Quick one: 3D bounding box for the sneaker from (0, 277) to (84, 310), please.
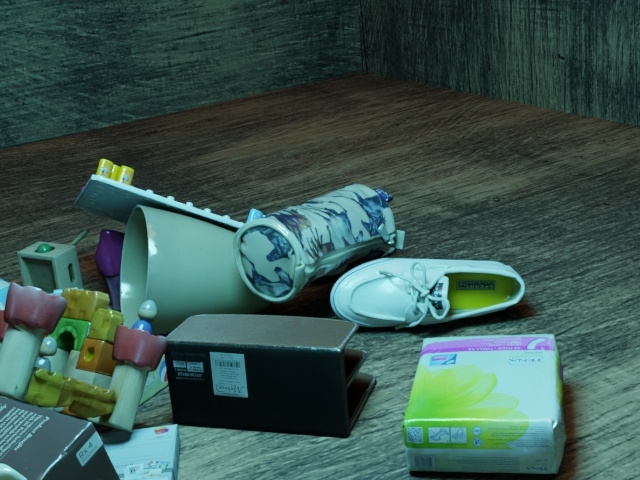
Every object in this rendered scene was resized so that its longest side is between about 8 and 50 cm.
[{"bbox_3d":[-0.563,0.138,2.092,0.208,0.127,0.319,-17,32,-24],"label":"sneaker"}]

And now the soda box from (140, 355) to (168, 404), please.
[{"bbox_3d":[-0.310,0.236,1.837,0.058,0.061,0.181,7,24,30],"label":"soda box"}]

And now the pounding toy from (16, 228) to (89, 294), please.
[{"bbox_3d":[-0.578,0.051,2.304,0.130,0.141,0.100,6,22,28],"label":"pounding toy"}]

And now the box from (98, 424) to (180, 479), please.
[{"bbox_3d":[-0.287,0.343,1.569,0.145,0.038,0.186,-7,21,-3],"label":"box"}]

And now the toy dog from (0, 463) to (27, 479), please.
[{"bbox_3d":[-0.416,0.405,1.093,0.395,0.284,0.408,-40,35,9],"label":"toy dog"}]

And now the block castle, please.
[{"bbox_3d":[-0.486,0.147,1.678,0.453,0.213,0.303,3,-18,40],"label":"block castle"}]

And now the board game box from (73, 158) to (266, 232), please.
[{"bbox_3d":[-0.308,-0.058,2.215,0.390,0.050,0.390,18,-11,-16],"label":"board game box"}]

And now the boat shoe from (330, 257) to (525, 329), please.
[{"bbox_3d":[0.206,0.102,1.952,0.367,0.136,0.156,-1,2,-6],"label":"boat shoe"}]

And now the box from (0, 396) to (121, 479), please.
[{"bbox_3d":[-0.395,0.333,1.385,0.203,0.167,0.168,8,40,33],"label":"box"}]

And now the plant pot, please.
[{"bbox_3d":[-0.234,0.067,2.069,0.274,0.256,0.256,4,16,-21],"label":"plant pot"}]

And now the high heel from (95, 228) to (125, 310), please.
[{"bbox_3d":[-0.403,0.003,2.330,0.127,0.181,0.377,-5,20,3],"label":"high heel"}]

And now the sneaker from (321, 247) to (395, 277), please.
[{"bbox_3d":[0.041,-0.005,2.315,0.297,0.129,0.111,-24,28,-38],"label":"sneaker"}]

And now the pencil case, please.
[{"bbox_3d":[0.000,0.000,2.044,0.183,0.160,0.410,11,18,29],"label":"pencil case"}]

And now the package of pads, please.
[{"bbox_3d":[0.258,0.245,1.605,0.229,0.101,0.296,-2,21,13],"label":"package of pads"}]

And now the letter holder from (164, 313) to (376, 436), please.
[{"bbox_3d":[-0.075,0.200,1.750,0.302,0.152,0.214,1,19,18],"label":"letter holder"}]
